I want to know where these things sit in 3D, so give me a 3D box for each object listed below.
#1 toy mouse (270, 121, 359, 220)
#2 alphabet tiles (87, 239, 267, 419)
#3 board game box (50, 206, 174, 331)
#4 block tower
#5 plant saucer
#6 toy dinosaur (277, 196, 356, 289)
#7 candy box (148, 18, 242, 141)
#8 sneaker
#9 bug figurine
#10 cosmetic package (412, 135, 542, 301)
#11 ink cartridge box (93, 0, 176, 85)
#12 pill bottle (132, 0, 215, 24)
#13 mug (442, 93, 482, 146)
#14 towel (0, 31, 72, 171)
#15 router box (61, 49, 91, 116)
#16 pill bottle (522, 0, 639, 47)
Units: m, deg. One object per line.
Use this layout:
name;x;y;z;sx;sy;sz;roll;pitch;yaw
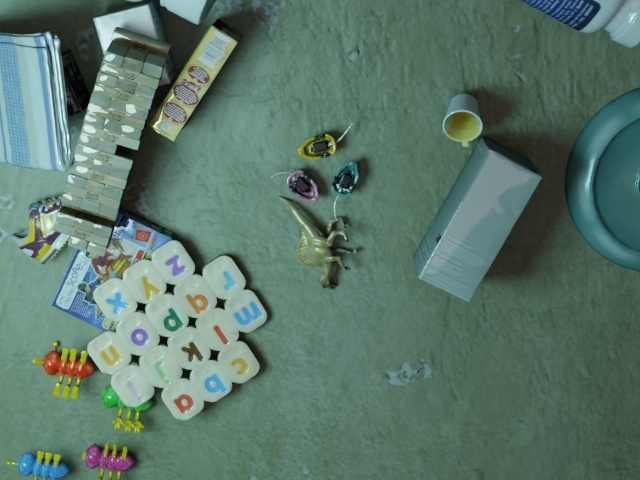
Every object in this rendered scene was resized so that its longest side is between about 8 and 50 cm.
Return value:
toy mouse;0.005;-0.101;1.897;0.161;0.031;0.143;-20;104;7
alphabet tiles;-0.238;0.151;1.945;0.284;0.021;0.278;-33;106;-4
board game box;-0.348;0.048;1.945;0.136;0.035;0.201;27;104;-6
block tower;-0.321;-0.148;1.774;0.091;0.097;0.335;17;111;-9
plant saucer;0.558;-0.094;1.882;0.317;0.044;0.318;0;105;2
toy dinosaur;0.000;0.000;1.915;0.092;0.053;0.183;-23;104;9
candy box;-0.195;-0.252;1.820;0.053;0.109;0.187;31;103;-8
sneaker;-0.430;-0.047;1.903;0.084;0.069;0.185;37;102;-14
bug figurine;-0.409;0.315;2.002;0.216;0.072;0.279;15;101;-9
cosmetic package;0.249;-0.037;1.862;0.107;0.127;0.238;24;103;-6
ink cartridge box;-0.285;-0.293;1.820;0.089;0.092;0.143;-13;106;5
pill bottle;-0.308;-0.491;1.696;0.392;0.224;0.224;28;104;-6
mug;0.224;-0.195;1.849;0.062;0.064;0.078;20;134;-9
towel;-0.480;-0.219;1.792;0.285;0.034;0.209;10;110;42
router box;-0.399;-0.245;1.819;0.038;0.122;0.092;-20;104;2
pill bottle;0.382;-0.404;1.742;0.264;0.153;0.153;27;104;-6
